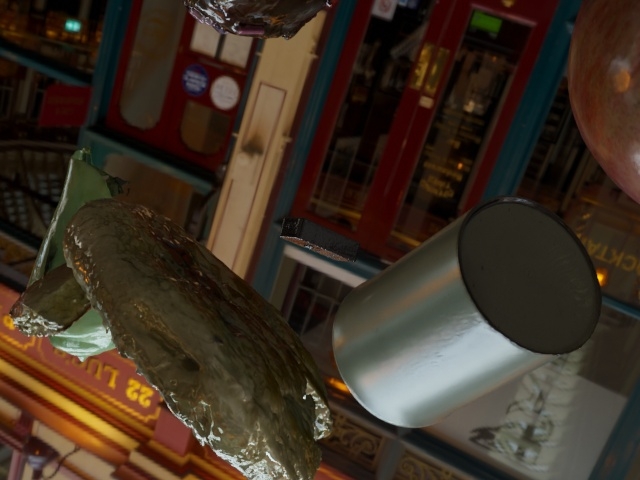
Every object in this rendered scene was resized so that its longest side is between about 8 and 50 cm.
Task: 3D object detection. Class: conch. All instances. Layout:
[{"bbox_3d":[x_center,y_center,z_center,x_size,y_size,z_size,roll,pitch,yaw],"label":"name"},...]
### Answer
[{"bbox_3d":[-0.268,0.033,0.868,0.137,0.250,0.143,17,-164,-38],"label":"conch"}]

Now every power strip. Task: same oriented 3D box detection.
[{"bbox_3d":[0.000,0.000,0.851,0.038,0.029,0.111,5,167,44],"label":"power strip"}]

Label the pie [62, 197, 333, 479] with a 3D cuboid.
[{"bbox_3d":[-0.093,0.075,0.607,0.337,0.075,0.337,48,-178,-2],"label":"pie"}]

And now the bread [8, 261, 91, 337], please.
[{"bbox_3d":[-0.244,0.043,0.726,0.136,0.054,0.154,-37,-163,-29],"label":"bread"}]

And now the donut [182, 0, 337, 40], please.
[{"bbox_3d":[-0.054,-0.384,0.776,0.136,0.345,0.259,-9,175,37],"label":"donut"}]

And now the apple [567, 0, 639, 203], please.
[{"bbox_3d":[0.387,-0.175,0.635,0.345,0.269,0.344,-2,-133,2],"label":"apple"}]

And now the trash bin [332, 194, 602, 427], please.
[{"bbox_3d":[0.207,0.132,1.156,0.280,0.432,0.280,11,-119,-21],"label":"trash bin"}]
